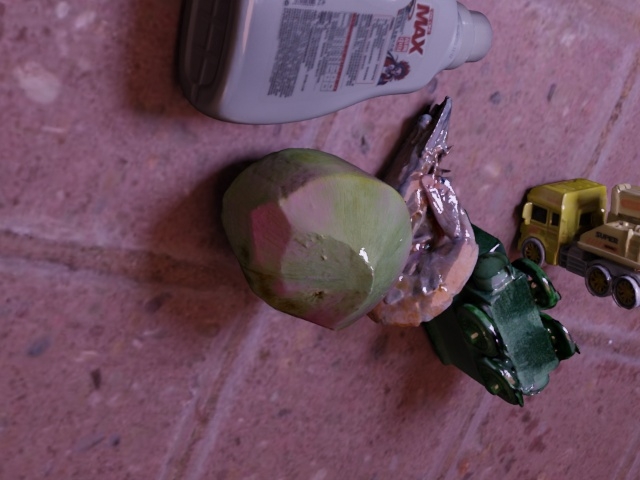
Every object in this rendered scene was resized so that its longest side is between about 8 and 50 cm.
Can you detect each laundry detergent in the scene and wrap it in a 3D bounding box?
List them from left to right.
[{"bbox_3d":[0.043,-0.263,1.327,0.398,0.125,0.263,-4,115,-36],"label":"laundry detergent"}]

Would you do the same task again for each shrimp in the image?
[{"bbox_3d":[0.140,-0.032,1.515,0.062,0.164,0.316,-29,139,-81],"label":"shrimp"}]

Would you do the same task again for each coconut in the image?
[{"bbox_3d":[0.000,0.000,1.362,0.205,0.236,0.235,-20,124,-23],"label":"coconut"}]

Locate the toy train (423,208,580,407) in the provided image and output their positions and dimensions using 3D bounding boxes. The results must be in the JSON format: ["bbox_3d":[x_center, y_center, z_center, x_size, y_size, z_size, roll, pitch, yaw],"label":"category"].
[{"bbox_3d":[0.242,0.107,1.618,0.145,0.202,0.266,-39,131,-15],"label":"toy train"}]

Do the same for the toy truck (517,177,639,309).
[{"bbox_3d":[0.412,-0.013,1.638,0.124,0.272,0.157,-10,112,-32],"label":"toy truck"}]
